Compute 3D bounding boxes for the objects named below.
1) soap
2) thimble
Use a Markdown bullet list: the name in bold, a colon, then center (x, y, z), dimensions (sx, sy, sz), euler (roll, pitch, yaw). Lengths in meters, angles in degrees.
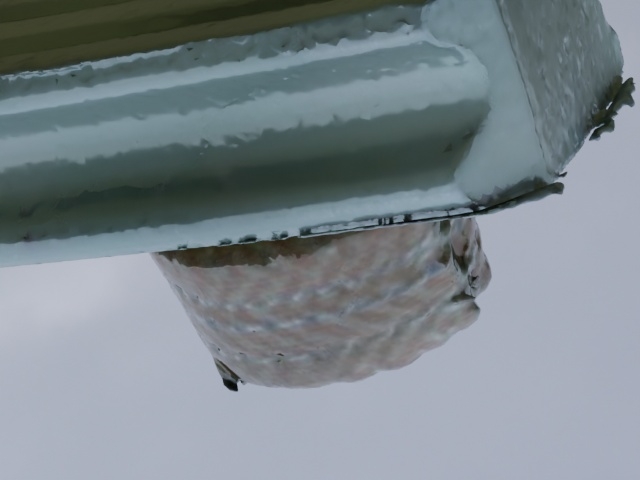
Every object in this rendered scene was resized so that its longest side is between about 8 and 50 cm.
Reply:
- **soap**: center (-0.027, -0.057, 0.600), dimensions (0.261, 0.094, 0.150), euler (-5, -154, 26)
- **thimble**: center (-0.003, -0.003, 1.145), dimensions (0.229, 0.148, 0.196), euler (-10, -141, 23)
